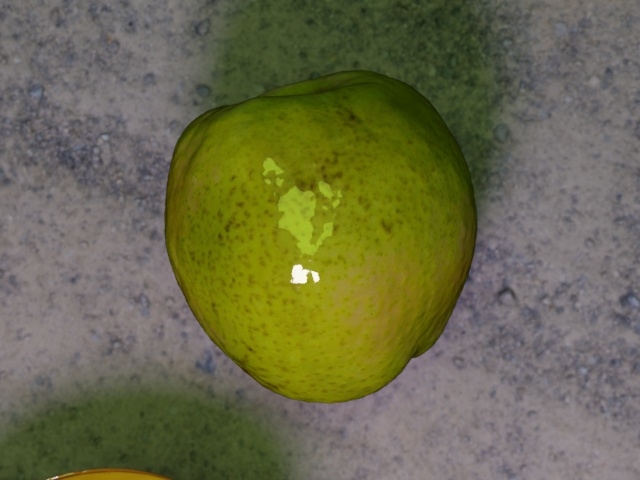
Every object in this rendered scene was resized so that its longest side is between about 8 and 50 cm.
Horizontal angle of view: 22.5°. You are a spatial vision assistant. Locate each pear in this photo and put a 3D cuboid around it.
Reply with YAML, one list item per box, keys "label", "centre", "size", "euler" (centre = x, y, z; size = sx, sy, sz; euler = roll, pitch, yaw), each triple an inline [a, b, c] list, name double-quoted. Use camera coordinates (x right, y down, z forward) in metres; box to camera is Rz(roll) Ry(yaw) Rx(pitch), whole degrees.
- label: "pear"
  centre: [0.000, 0.000, 1.847]
  size: [0.391, 0.391, 0.391]
  euler: [-1, 77, 5]

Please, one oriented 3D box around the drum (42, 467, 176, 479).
- label: "drum"
  centre: [-0.235, 0.474, 1.737]
  size: [0.431, 0.214, 0.431]
  euler: [-6, 48, 7]
